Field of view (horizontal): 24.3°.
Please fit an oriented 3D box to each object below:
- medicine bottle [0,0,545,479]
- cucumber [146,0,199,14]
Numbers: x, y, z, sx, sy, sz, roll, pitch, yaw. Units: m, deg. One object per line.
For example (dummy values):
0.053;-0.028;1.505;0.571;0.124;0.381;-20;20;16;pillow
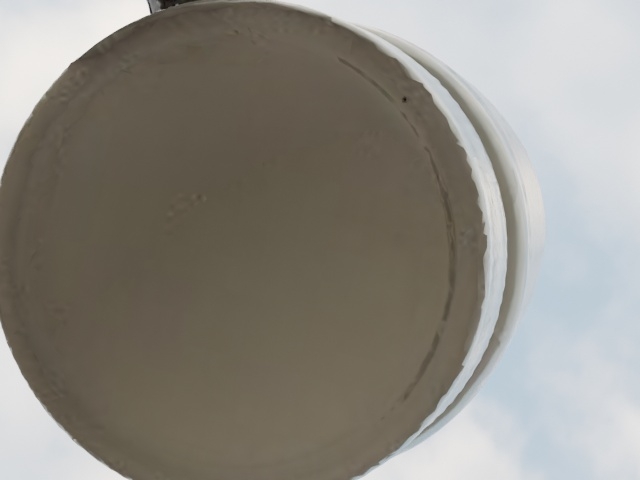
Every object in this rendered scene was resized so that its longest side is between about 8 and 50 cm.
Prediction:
0.000;0.000;0.723;0.211;0.371;0.211;0;-89;11;medicine bottle
-0.117;-0.249;0.969;0.062;0.078;0.211;-7;-84;-13;cucumber
